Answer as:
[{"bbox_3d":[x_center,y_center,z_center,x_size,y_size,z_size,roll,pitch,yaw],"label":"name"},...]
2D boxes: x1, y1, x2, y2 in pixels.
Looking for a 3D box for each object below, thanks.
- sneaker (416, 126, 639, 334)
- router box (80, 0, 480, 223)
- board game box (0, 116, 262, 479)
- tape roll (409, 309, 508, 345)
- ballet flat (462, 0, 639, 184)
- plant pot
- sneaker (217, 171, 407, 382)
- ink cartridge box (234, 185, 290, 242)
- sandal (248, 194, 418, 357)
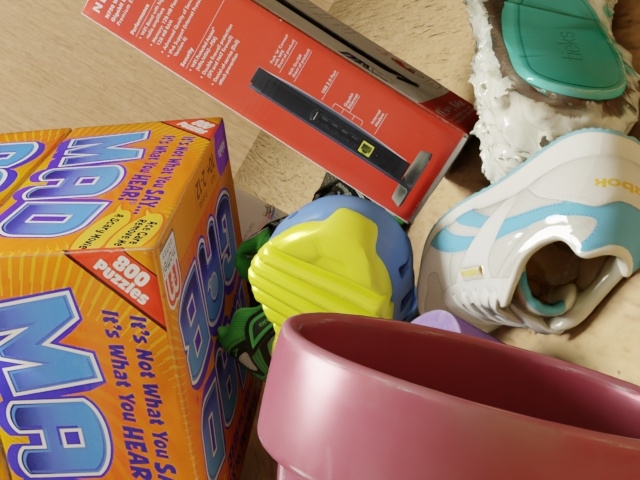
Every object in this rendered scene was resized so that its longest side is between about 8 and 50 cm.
[{"bbox_3d":[0.127,0.019,0.692,0.229,0.087,0.092,-49,21,54],"label":"sneaker"},{"bbox_3d":[-0.007,-0.150,0.932,0.082,0.301,0.335,-58,-4,14],"label":"router box"},{"bbox_3d":[-0.278,0.103,1.114,0.356,0.356,0.356,-79,-16,-65],"label":"board game box"},{"bbox_3d":[0.067,0.144,0.662,0.189,0.080,0.189,-56,13,19],"label":"tape roll"},{"bbox_3d":[0.170,-0.163,0.853,0.147,0.147,0.409,-52,15,37],"label":"ballet flat"},{"bbox_3d":[0.059,0.143,0.467,0.201,0.201,0.180,-150,74,-78],"label":"plant pot"},{"bbox_3d":[0.000,0.000,1.119,0.134,0.146,0.343,-45,20,50],"label":"sneaker"},{"bbox_3d":[-0.129,0.025,1.390,0.171,0.232,0.168,-63,10,-7],"label":"ink cartridge box"},{"bbox_3d":[0.026,0.035,0.862,0.138,0.126,0.317,-52,-11,-20],"label":"sandal"}]
